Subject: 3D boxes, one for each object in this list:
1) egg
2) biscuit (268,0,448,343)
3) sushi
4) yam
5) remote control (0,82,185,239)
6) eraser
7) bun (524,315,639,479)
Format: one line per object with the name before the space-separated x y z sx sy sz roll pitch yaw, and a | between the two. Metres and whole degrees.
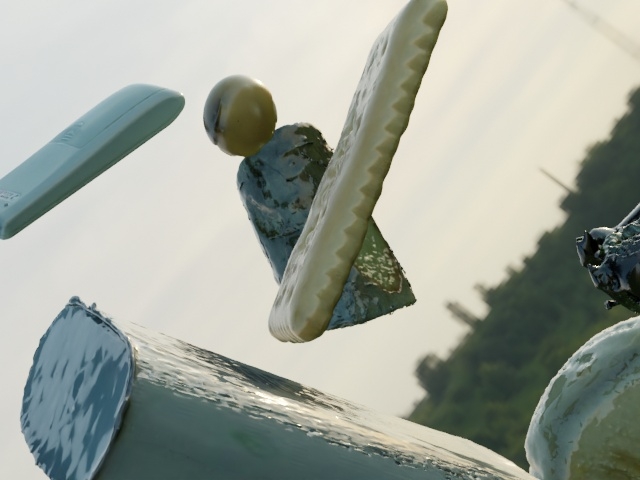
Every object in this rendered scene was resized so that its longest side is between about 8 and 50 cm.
egg | -0.075 -0.121 1.404 0.071 0.071 0.083 -48 -18 -30
biscuit | 0.021 -0.047 1.035 0.160 0.030 0.249 159 132 -81
sushi | 0.204 0.009 0.906 0.085 0.056 0.083 -29 17 7
yam | 0.000 0.000 1.765 0.154 0.254 0.154 -29 -12 -7
remote control | -0.283 -0.098 1.698 0.293 0.103 0.051 -43 -54 -32
eraser | -0.019 0.106 0.716 0.081 0.227 0.174 -67 23 0
bun | 0.380 0.219 1.494 0.365 0.365 0.219 -53 10 6
